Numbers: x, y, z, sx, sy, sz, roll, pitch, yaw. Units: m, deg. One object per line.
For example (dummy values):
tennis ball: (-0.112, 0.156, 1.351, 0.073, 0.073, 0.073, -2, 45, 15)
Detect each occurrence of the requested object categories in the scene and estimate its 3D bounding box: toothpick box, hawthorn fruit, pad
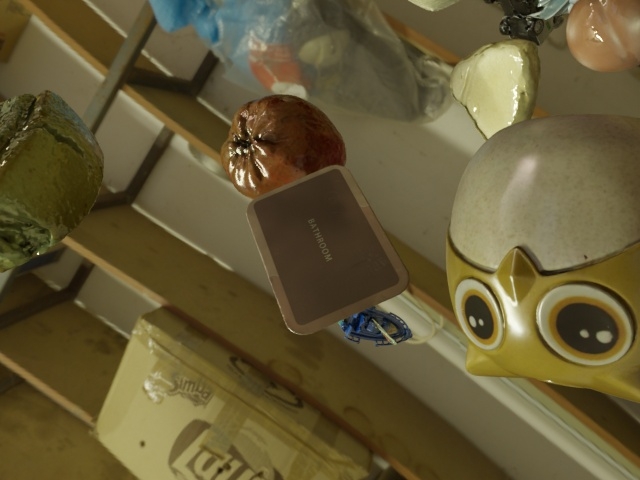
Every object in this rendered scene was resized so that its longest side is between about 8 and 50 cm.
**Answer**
toothpick box: (0.412, 0.036, 0.901, 0.409, 0.425, 0.409, 5, 174, 1)
hawthorn fruit: (-0.076, -0.190, 1.156, 0.258, 0.258, 0.262, 41, -135, 20)
pad: (0.000, 0.000, 0.767, 0.002, 0.176, 0.266, 70, 176, -51)

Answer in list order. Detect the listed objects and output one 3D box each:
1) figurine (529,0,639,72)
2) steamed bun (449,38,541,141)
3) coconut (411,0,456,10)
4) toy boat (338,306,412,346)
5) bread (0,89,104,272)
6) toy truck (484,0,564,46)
figurine: (0.450, -0.423, 0.826, 0.388, 0.277, 0.248, -92, -23, -66)
steamed bun: (0.369, -0.321, 1.108, 0.110, 0.231, 0.212, -19, -136, -21)
coconut: (0.300, -0.754, 1.333, 0.346, 0.346, 0.360, 7, -132, -60)
toy boat: (0.131, 0.194, 1.143, 0.175, 0.091, 0.110, 17, -167, -26)
bread: (-0.333, -0.073, 0.578, 0.257, 0.186, 0.124, 40, 160, 51)
toy truck: (0.436, -0.549, 1.173, 0.242, 0.125, 0.101, 46, 171, -36)
